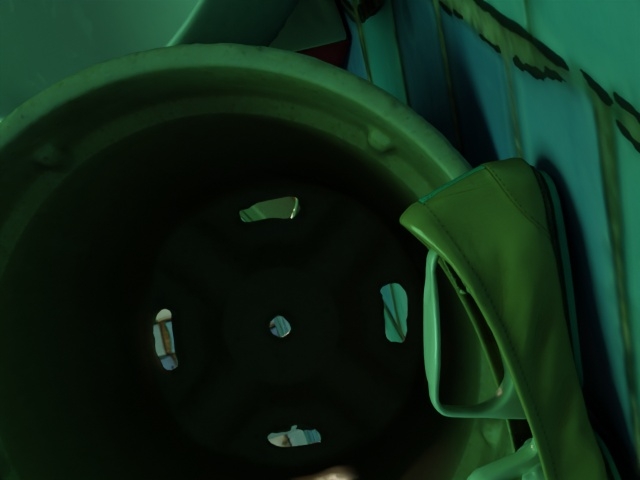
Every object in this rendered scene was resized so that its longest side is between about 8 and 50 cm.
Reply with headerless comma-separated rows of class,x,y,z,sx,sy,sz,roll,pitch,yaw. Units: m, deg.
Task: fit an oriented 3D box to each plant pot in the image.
plant pot,-0.040,0.066,0.775,0.305,0.333,0.334,-7,-99,-84

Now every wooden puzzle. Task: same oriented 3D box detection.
wooden puzzle,0.027,-0.168,0.799,0.083,0.006,0.049,-169,63,-84

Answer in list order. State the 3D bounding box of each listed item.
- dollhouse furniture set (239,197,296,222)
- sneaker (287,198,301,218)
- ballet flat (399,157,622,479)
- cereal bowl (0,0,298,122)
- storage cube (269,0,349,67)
dollhouse furniture set,-0.064,-0.098,1.429,0.301,0.151,0.197,45,169,-7
sneaker,0.000,0.000,1.200,0.066,0.071,0.189,159,95,-84
ballet flat,0.089,0.081,0.559,0.080,0.073,0.232,-146,40,-82
cereal bowl,-0.118,-0.223,0.808,0.141,0.339,0.339,10,-125,-51
storage cube,-0.102,-0.182,1.017,0.193,0.214,0.184,119,136,-73
